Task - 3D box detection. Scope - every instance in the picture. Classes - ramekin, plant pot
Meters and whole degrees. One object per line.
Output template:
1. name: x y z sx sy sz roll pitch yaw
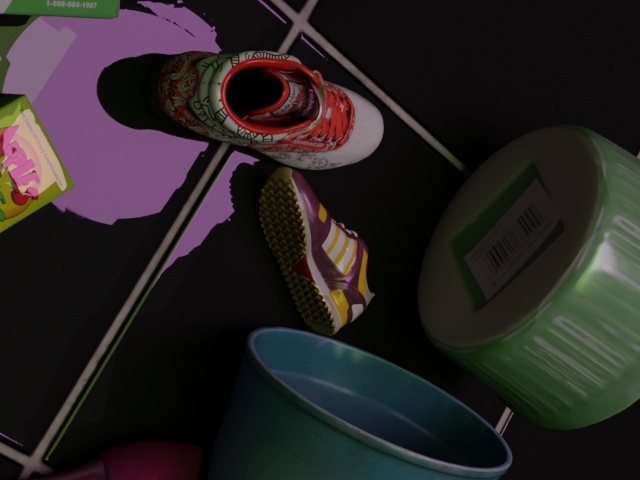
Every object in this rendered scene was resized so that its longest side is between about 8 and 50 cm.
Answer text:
1. ramekin: 0.240 0.027 1.254 0.148 0.303 0.303 32 79 -26
2. plant pot: 0.006 0.257 1.159 0.272 0.272 0.255 17 102 -35

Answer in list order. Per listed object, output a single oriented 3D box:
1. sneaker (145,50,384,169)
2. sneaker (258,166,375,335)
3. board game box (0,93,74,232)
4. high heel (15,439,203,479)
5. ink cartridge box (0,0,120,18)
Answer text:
1. sneaker: -0.017 -0.117 1.144 0.270 0.145 0.090 11 90 -35
2. sneaker: 0.000 0.000 1.226 0.084 0.070 0.185 -36 121 -35
3. board game box: -0.308 -0.040 1.018 0.181 0.043 0.092 -36 115 -25
4. high heel: -0.166 0.377 1.117 0.181 0.127 0.377 -10 99 -22
5. ink cartridge box: -0.255 -0.323 0.919 0.211 0.121 0.289 -6 111 -44
